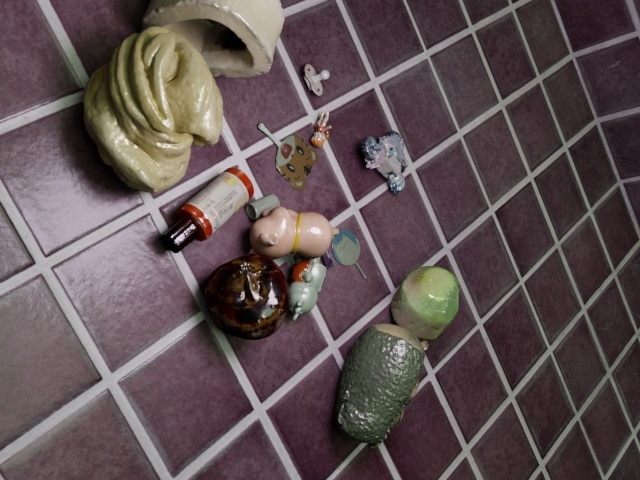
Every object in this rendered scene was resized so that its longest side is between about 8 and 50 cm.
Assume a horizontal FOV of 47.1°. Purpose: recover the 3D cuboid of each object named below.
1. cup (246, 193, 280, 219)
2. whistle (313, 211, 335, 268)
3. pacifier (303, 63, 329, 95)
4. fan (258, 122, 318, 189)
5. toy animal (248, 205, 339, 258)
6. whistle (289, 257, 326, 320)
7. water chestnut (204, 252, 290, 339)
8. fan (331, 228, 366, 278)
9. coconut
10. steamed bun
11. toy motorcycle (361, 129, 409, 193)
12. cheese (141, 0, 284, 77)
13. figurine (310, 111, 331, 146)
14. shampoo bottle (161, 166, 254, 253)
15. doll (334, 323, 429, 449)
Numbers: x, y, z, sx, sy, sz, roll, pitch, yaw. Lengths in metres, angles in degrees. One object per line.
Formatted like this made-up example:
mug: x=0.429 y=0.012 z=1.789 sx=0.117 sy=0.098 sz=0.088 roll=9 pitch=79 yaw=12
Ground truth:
cup: x=-0.162 y=-0.085 z=2.036 sx=0.083 sy=0.075 sz=0.054 roll=-25 pitch=58 yaw=-36
whistle: x=0.000 y=0.000 z=2.160 sx=0.033 sy=0.033 sz=0.177 roll=-29 pitch=102 yaw=-39
pacifier: x=-0.006 y=-0.488 z=2.202 sx=0.099 sy=0.078 sz=0.081 roll=63 pitch=31 yaw=-13
fan: x=-0.102 y=-0.260 z=2.131 sx=0.226 sy=0.008 sz=0.153 roll=41 pitch=61 yaw=-29
toy animal: x=-0.072 y=-0.016 z=1.999 sx=0.247 sy=0.165 sz=0.149 roll=-7 pitch=60 yaw=-22
whistle: x=-0.037 y=0.108 z=2.069 sx=0.105 sy=0.101 sz=0.253 roll=32 pitch=67 yaw=-28
water chestnut: x=-0.186 y=0.138 z=1.867 sx=0.223 sy=0.238 sz=0.224 roll=0 pitch=60 yaw=-1
fan: x=0.094 y=0.046 z=2.248 sx=0.113 sy=0.005 sz=0.175 roll=-46 pitch=111 yaw=-35
coconut: x=0.329 y=0.198 z=2.294 sx=0.204 sy=0.236 sz=0.236 roll=-4 pitch=85 yaw=-16
steamed bun: x=-0.380 y=-0.313 z=1.736 sx=0.325 sy=0.230 sz=0.372 roll=46 pitch=76 yaw=-27
toy motorcycle: x=0.218 y=-0.241 z=2.326 sx=0.239 sy=0.108 sz=0.204 roll=-20 pitch=96 yaw=-39
cheese: x=-0.271 y=-0.547 z=1.851 sx=0.292 sy=0.332 sz=0.153 roll=49 pitch=52 yaw=-56
figurine: x=0.004 y=-0.332 z=2.199 sx=0.047 sy=0.064 sz=0.109 roll=28 pitch=75 yaw=-57
shampoo bottle: x=-0.293 y=-0.071 z=1.882 sx=0.278 sy=0.104 sz=0.104 roll=-46 pitch=112 yaw=-34
doll: x=0.171 y=0.417 z=2.121 sx=0.247 sy=0.247 sz=0.350 roll=37 pitch=71 yaw=-30
